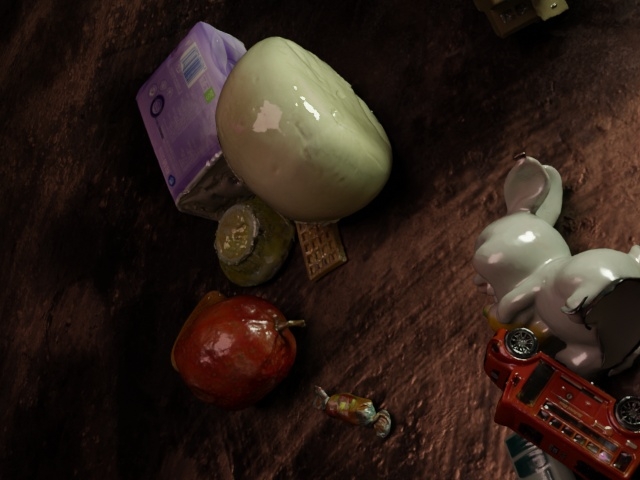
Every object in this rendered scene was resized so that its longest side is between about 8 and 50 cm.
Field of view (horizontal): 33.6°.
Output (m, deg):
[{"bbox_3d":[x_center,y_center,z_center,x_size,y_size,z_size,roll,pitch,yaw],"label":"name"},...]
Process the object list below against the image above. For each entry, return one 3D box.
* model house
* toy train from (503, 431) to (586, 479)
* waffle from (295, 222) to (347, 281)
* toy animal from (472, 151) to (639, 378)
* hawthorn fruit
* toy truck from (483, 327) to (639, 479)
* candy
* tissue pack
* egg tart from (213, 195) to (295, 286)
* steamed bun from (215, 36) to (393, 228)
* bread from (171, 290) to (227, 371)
[{"bbox_3d":[0.364,-0.452,1.702,0.248,0.181,0.176,-27,97,5],"label":"model house"},{"bbox_3d":[0.357,0.437,1.407,0.086,0.088,0.407,-37,54,28],"label":"toy train"},{"bbox_3d":[0.000,0.000,1.956,0.092,0.021,0.135,-34,55,33],"label":"waffle"},{"bbox_3d":[0.329,0.042,1.518,0.247,0.182,0.310,-55,41,8],"label":"toy animal"},{"bbox_3d":[-0.133,0.189,1.899,0.253,0.205,0.205,-34,54,22],"label":"hawthorn fruit"},{"bbox_3d":[0.320,0.227,1.424,0.252,0.107,0.114,32,69,18],"label":"toy truck"},{"bbox_3d":[0.046,0.285,1.791,0.182,0.046,0.053,12,86,43],"label":"candy"},{"bbox_3d":[-0.218,-0.237,2.152,0.242,0.160,0.338,-44,50,25],"label":"tissue pack"},{"bbox_3d":[-0.139,-0.001,2.050,0.197,0.078,0.197,-16,67,42],"label":"egg tart"},{"bbox_3d":[-0.053,-0.183,1.868,0.233,0.312,0.334,-44,42,20],"label":"steamed bun"},{"bbox_3d":[-0.225,0.184,2.069,0.189,0.077,0.114,-54,26,17],"label":"bread"}]
